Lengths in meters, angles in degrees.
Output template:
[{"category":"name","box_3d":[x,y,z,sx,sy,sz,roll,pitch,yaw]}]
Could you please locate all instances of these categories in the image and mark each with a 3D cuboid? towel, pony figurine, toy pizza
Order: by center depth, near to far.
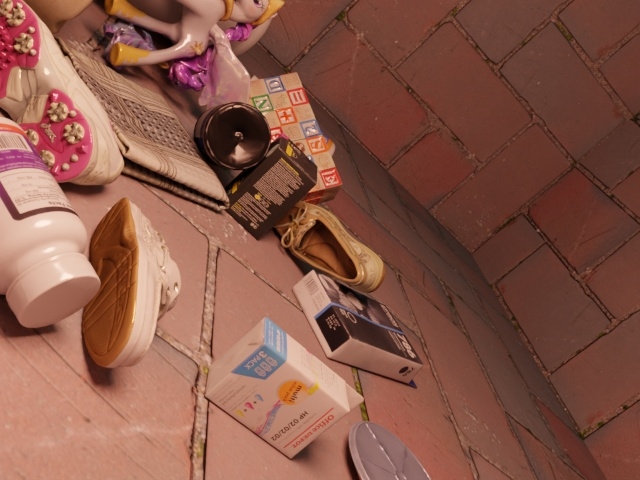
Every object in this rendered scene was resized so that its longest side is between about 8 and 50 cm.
[{"category":"toy pizza","box_3d":[0.105,0.349,0.998,0.201,0.032,0.201,42,16,-15]},{"category":"towel","box_3d":[-0.315,-0.205,1.179,0.324,0.056,0.312,22,30,-57]},{"category":"pony figurine","box_3d":[-0.257,-0.416,1.425,0.363,0.351,0.303,-5,47,-47]}]

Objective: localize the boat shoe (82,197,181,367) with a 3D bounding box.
[{"category":"boat shoe","box_3d":[-0.199,0.049,0.784,0.096,0.098,0.277,38,17,-31]}]

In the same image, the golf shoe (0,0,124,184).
[{"category":"golf shoe","box_3d":[-0.367,-0.194,0.940,0.306,0.115,0.140,61,10,16]}]

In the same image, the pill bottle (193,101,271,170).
[{"category":"pill bottle","box_3d":[-0.176,-0.199,1.328,0.123,0.123,0.219,43,-6,-18]}]

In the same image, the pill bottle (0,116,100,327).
[{"category":"pill bottle","box_3d":[-0.294,-0.016,0.669,0.193,0.108,0.108,53,16,17]}]

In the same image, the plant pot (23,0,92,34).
[{"category":"plant pot","box_3d":[-0.453,-0.498,1.049,0.305,0.334,0.334,45,15,-31]}]

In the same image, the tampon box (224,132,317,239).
[{"category":"tampon box","box_3d":[-0.096,-0.106,1.326,0.101,0.161,0.120,44,15,-16]}]

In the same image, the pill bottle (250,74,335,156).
[{"category":"pill bottle","box_3d":[-0.105,-0.277,1.740,0.272,0.152,0.152,42,16,-18]}]

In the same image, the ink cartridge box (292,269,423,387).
[{"category":"ink cartridge box","box_3d":[0.092,0.176,1.334,0.333,0.065,0.165,30,23,-51]}]

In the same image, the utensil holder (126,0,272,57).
[{"category":"utensil holder","box_3d":[-0.322,-0.643,1.651,0.327,0.327,0.385,52,10,15]}]

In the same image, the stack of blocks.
[{"category":"stack of blocks","box_3d":[-0.089,-0.218,1.571,0.087,0.171,0.297,121,-51,-66]}]

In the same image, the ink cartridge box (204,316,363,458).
[{"category":"ink cartridge box","box_3d":[-0.038,0.192,0.854,0.181,0.104,0.061,42,17,-21]}]

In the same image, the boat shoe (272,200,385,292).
[{"category":"boat shoe","box_3d":[0.000,0.000,1.347,0.285,0.104,0.089,32,10,32]}]
